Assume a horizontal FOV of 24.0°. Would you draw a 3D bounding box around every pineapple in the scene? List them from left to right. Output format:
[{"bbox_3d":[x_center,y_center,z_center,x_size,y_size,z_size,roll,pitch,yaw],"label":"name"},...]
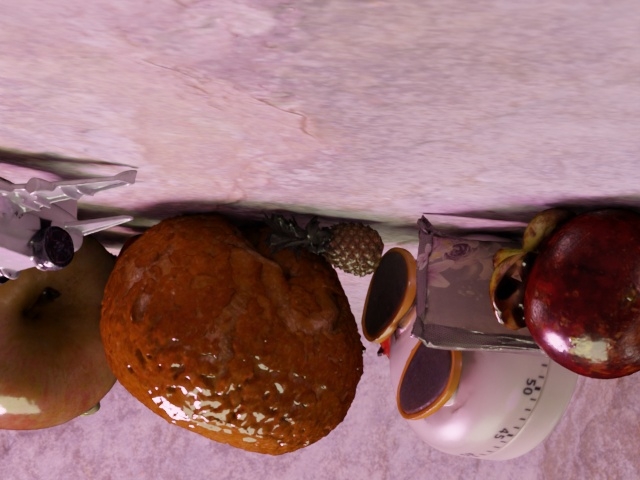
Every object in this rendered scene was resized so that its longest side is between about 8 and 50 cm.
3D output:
[{"bbox_3d":[0.000,0.000,1.512,0.124,0.058,0.058,13,171,-25],"label":"pineapple"}]

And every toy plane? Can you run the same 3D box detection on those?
[{"bbox_3d":[-0.290,-0.022,1.320,0.251,0.101,0.255,-13,165,32],"label":"toy plane"}]

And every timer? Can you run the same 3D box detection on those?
[{"bbox_3d":[0.186,0.109,1.539,0.240,0.233,0.233,11,172,-28],"label":"timer"}]

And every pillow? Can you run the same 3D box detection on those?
[{"bbox_3d":[0.205,0.055,1.398,0.255,0.169,0.059,7,138,-5],"label":"pillow"}]

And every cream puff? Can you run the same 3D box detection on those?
[{"bbox_3d":[-0.083,0.085,1.591,0.303,0.212,0.303,27,-159,-11],"label":"cream puff"}]

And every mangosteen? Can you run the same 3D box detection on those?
[{"bbox_3d":[0.229,0.027,1.290,0.156,0.145,0.181,9,-146,-42],"label":"mangosteen"}]

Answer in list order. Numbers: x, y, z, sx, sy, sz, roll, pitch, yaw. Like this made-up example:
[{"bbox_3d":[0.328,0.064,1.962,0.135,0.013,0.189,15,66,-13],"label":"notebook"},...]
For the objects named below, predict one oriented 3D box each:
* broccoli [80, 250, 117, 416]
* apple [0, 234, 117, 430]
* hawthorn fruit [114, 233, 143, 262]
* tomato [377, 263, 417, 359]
[{"bbox_3d":[-0.323,0.104,1.944,0.262,0.241,0.269,6,-153,-3],"label":"broccoli"},{"bbox_3d":[-0.347,0.092,1.688,0.257,0.256,0.234,9,164,-31],"label":"apple"},{"bbox_3d":[-0.188,0.052,1.809,0.133,0.132,0.138,-1,154,46],"label":"hawthorn fruit"},{"bbox_3d":[0.148,0.100,1.892,0.167,0.167,0.167,5,174,1],"label":"tomato"}]
